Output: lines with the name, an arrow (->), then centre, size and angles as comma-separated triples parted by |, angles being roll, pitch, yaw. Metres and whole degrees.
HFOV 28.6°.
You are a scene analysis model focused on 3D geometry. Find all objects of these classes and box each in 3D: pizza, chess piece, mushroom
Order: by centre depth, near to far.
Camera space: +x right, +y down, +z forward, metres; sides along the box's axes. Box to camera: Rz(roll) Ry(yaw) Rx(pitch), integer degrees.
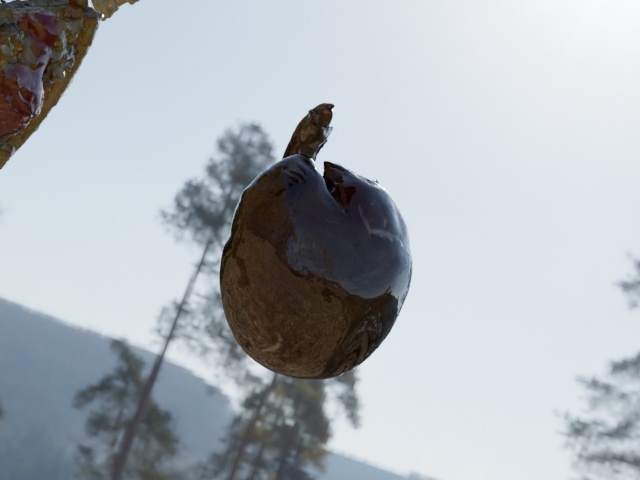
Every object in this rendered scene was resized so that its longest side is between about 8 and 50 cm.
mushroom -> 0.001, -0.001, 0.773 | 0.135, 0.170, 0.080 | 7, -14, -44
pizza -> -0.241, -0.109, 0.849 | 0.062, 0.188, 0.199 | 39, 7, 24
chess piece -> -0.234, -0.303, 1.542 | 0.092, 0.035, 0.035 | -24, -20, 4
